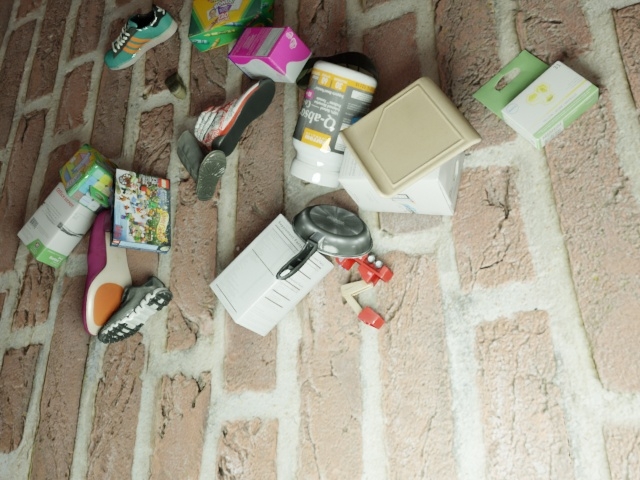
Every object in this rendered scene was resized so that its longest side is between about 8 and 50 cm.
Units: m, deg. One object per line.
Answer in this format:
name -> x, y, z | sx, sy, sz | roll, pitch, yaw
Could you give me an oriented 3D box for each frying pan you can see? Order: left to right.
frying pan -> -0.017, -0.017, 1.305 | 0.197, 0.326, 0.053 | 41, 127, 34

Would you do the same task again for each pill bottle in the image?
pill bottle -> 0.024, -0.282, 1.428 | 0.162, 0.162, 0.279 | 27, 106, 34

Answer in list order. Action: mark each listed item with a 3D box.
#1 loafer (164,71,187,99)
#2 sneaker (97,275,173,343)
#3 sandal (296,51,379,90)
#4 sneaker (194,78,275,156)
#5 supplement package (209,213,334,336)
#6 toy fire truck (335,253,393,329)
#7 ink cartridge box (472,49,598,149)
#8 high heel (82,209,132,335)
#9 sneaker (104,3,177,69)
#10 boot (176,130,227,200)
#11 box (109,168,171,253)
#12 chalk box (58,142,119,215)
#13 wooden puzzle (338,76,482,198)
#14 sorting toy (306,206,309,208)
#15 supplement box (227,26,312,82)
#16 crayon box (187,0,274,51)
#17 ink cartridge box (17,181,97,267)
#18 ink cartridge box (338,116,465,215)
loafer -> -0.467, -0.497, 1.893 | 0.056, 0.050, 0.148 | -31, 42, 7
sneaker -> -0.510, 0.184, 1.587 | 0.234, 0.078, 0.106 | -39, 53, 2
sandal -> 0.053, -0.441, 1.586 | 0.302, 0.086, 0.120 | 23, 85, 48
sneaker -> -0.259, -0.382, 1.707 | 0.145, 0.090, 0.270 | 36, 89, 32
supplement package -> -0.114, 0.084, 1.391 | 0.244, 0.134, 0.139 | -44, 55, 3
toy fire truck -> 0.092, 0.098, 1.332 | 0.192, 0.047, 0.135 | 35, 85, 34
ink cartridge box -> 0.481, -0.338, 1.333 | 0.171, 0.056, 0.235 | -41, 58, 6
high heel -> -0.628, 0.089, 1.682 | 0.181, 0.127, 0.377 | -8, 61, 41
sneaker -> -0.656, -0.719, 2.045 | 0.302, 0.121, 0.108 | -30, 57, 12
boot -> -0.344, -0.241, 1.664 | 0.190, 0.076, 0.209 | -55, 44, 37
box -> -0.508, -0.083, 1.658 | 0.044, 0.159, 0.233 | -44, 47, 47
chalk box -> -0.689, -0.176, 1.785 | 0.132, 0.132, 0.213 | -46, 45, 1
wooden puzzle -> 0.184, -0.217, 1.233 | 0.238, 0.044, 0.221 | -31, 56, 4
sorting toy -> -0.022, -0.050, 1.479 | 0.062, 0.012, 0.083 | -45, 56, 2
supplement box -> -0.148, -0.534, 1.680 | 0.220, 0.111, 0.114 | 24, 80, 47
crayon box -> -0.286, -0.732, 1.886 | 0.278, 0.081, 0.165 | -9, 64, 23
ink cartridge box -> -0.824, -0.050, 1.840 | 0.160, 0.092, 0.219 | 37, 87, 34
ink cartridge box -> 0.190, -0.172, 1.333 | 0.232, 0.168, 0.171 | 4, 69, 27
